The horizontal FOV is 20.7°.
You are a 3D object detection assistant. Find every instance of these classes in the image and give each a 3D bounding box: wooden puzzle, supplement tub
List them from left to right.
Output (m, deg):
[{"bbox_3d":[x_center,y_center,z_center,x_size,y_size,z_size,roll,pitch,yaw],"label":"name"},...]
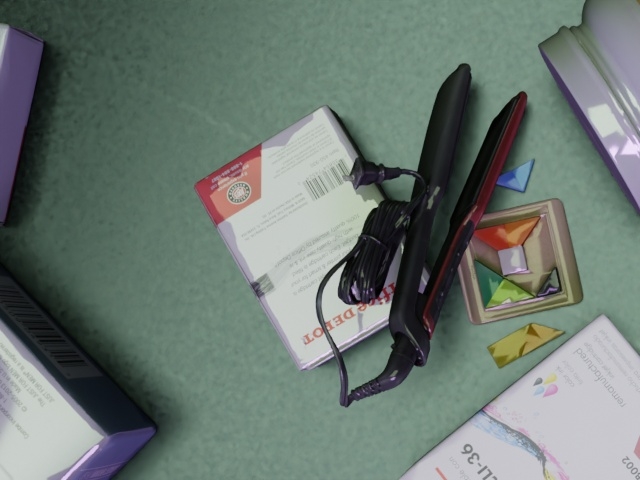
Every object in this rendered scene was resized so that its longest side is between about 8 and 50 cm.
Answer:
[{"bbox_3d":[0.122,0.014,1.085,0.078,0.014,0.116,-20,84,8],"label":"wooden puzzle"},{"bbox_3d":[0.241,-0.114,1.004,0.199,0.144,0.144,-31,82,7],"label":"supplement tub"}]

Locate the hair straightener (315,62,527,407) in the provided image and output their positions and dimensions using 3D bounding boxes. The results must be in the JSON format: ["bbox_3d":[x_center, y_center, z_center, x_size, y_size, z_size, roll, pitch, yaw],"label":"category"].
[{"bbox_3d":[0.046,-0.010,1.031,0.089,0.047,0.230,28,68,-9],"label":"hair straightener"}]

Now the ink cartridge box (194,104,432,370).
[{"bbox_3d":[0.000,0.000,1.084,0.099,0.056,0.135,-31,83,6],"label":"ink cartridge box"}]

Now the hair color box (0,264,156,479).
[{"bbox_3d":[-0.305,0.186,1.101,0.374,0.113,0.185,-45,81,4],"label":"hair color box"}]

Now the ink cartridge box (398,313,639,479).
[{"bbox_3d":[0.129,0.149,1.049,0.198,0.067,0.115,-40,82,6],"label":"ink cartridge box"}]

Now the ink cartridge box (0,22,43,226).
[{"bbox_3d":[-0.283,-0.089,1.131,0.175,0.072,0.127,12,90,10],"label":"ink cartridge box"}]
